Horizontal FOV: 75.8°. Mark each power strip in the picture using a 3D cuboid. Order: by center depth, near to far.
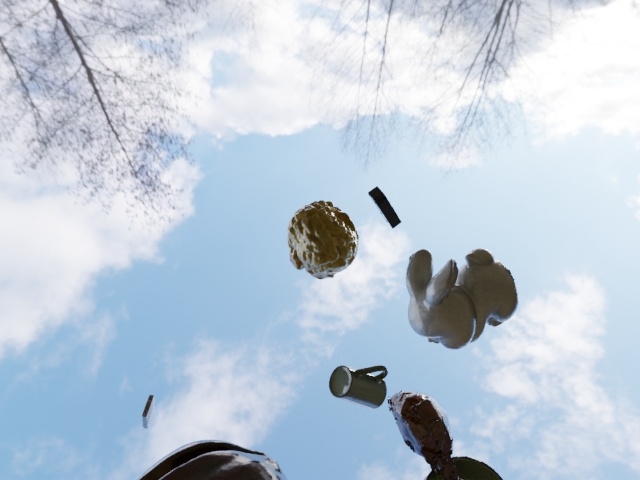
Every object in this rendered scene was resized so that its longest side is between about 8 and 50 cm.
[{"bbox_3d":[0.138,-0.069,0.876,0.029,0.111,0.037,-36,-134,6],"label":"power strip"}]

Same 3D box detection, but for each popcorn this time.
[{"bbox_3d":[0.000,0.000,0.923,0.180,0.170,0.179,0,-95,1],"label":"popcorn"}]

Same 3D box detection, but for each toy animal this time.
[{"bbox_3d":[0.254,0.097,0.751,0.193,0.178,0.127,-5,-161,-18],"label":"toy animal"}]

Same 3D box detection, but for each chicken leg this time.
[{"bbox_3d":[0.228,0.406,0.790,0.093,0.304,0.113,-28,-162,2],"label":"chicken leg"}]

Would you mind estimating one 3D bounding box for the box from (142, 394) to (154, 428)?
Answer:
[{"bbox_3d":[-0.370,0.369,0.885,0.012,0.083,0.046,14,-132,-10],"label":"box"}]

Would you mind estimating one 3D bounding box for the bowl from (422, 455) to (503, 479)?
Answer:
[{"bbox_3d":[0.278,0.557,0.832,0.212,0.112,0.211,7,-124,-11],"label":"bowl"}]

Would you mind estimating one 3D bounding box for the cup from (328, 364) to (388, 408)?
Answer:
[{"bbox_3d":[0.065,0.224,0.634,0.083,0.075,0.054,31,-134,-37],"label":"cup"}]

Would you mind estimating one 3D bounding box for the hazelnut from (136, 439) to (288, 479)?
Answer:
[{"bbox_3d":[-0.102,0.319,0.402,0.217,0.252,0.216,2,-94,-31],"label":"hazelnut"}]
